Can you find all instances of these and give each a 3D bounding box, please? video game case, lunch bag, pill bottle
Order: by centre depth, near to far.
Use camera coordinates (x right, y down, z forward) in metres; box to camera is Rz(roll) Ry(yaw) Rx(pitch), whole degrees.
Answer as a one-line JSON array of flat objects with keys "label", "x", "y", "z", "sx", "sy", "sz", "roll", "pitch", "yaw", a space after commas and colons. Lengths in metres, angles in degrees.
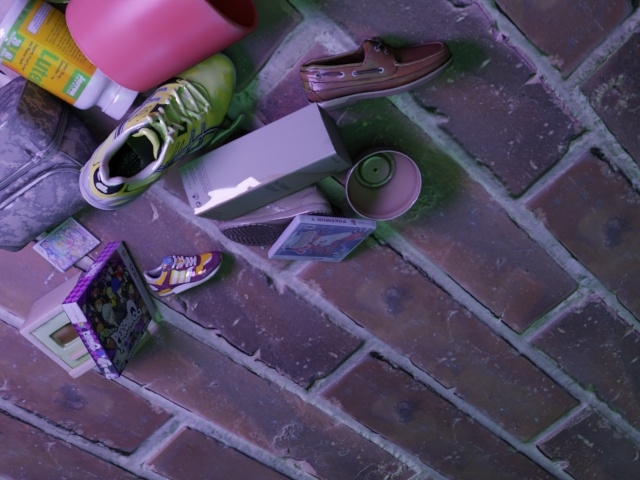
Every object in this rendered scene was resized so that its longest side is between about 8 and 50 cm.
[{"label": "pill bottle", "x": -0.461, "y": -0.330, "z": 1.133, "sx": 0.246, "sy": 0.136, "sz": 0.136, "roll": 30, "pitch": 111, "yaw": -28}, {"label": "lunch bag", "x": -0.581, "y": -0.135, "z": 1.200, "sx": 0.305, "sy": 0.212, "sz": 0.256, "roll": -32, "pitch": 132, "yaw": 10}, {"label": "video game case", "x": -0.456, "y": 0.149, "z": 1.352, "sx": 0.042, "sy": 0.232, "sz": 0.210, "roll": -9, "pitch": 120, "yaw": 14}, {"label": "video game case", "x": 0.000, "y": 0.000, "z": 1.368, "sx": 0.184, "sy": 0.023, "sz": 0.201, "roll": 3, "pitch": 154, "yaw": -23}, {"label": "video game case", "x": -0.573, "y": 0.009, "z": 1.384, "sx": 0.122, "sy": 0.011, "sz": 0.087, "roll": -35, "pitch": 118, "yaw": 12}]

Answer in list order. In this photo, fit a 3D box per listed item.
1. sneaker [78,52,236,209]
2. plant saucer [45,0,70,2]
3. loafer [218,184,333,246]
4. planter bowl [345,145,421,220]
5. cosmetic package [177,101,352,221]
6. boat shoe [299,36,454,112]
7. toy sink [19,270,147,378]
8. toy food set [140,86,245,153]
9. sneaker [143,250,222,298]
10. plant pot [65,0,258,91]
[{"label": "sneaker", "x": -0.278, "y": -0.204, "z": 1.135, "sx": 0.145, "sy": 0.147, "sz": 0.384, "roll": 42, "pitch": 73, "yaw": -19}, {"label": "plant saucer", "x": -0.473, "y": -0.546, "z": 1.074, "sx": 0.241, "sy": 0.037, "sz": 0.240, "roll": -4, "pitch": 120, "yaw": -6}, {"label": "loafer", "x": -0.099, "y": -0.058, "z": 1.367, "sx": 0.269, "sy": 0.091, "sz": 0.102, "roll": -10, "pitch": 146, "yaw": 16}, {"label": "planter bowl", "x": 0.128, "y": -0.140, "z": 1.339, "sx": 0.162, "sy": 0.109, "sz": 0.161, "roll": -3, "pitch": 120, "yaw": -6}, {"label": "cosmetic package", "x": -0.108, "y": -0.150, "z": 1.240, "sx": 0.310, "sy": 0.160, "sz": 0.113, "roll": -22, "pitch": 82, "yaw": 14}, {"label": "boat shoe", "x": 0.111, "y": -0.347, "z": 1.220, "sx": 0.308, "sy": 0.110, "sz": 0.104, "roll": -19, "pitch": 121, "yaw": 3}, {"label": "toy sink", "x": -0.546, "y": 0.218, "z": 1.436, "sx": 0.153, "sy": 0.131, "sz": 0.234, "roll": -31, "pitch": 119, "yaw": 11}, {"label": "toy food set", "x": -0.258, "y": -0.280, "z": 1.256, "sx": 0.132, "sy": 0.038, "sz": 0.192, "roll": -44, "pitch": 110, "yaw": 8}, {"label": "sneaker", "x": -0.318, "y": 0.064, "z": 1.416, "sx": 0.186, "sy": 0.069, "sz": 0.083, "roll": -29, "pitch": 124, "yaw": 8}, {"label": "plant pot", "x": -0.283, "y": -0.406, "z": 1.063, "sx": 0.243, "sy": 0.274, "sz": 0.275, "roll": -32, "pitch": 119, "yaw": 23}]
